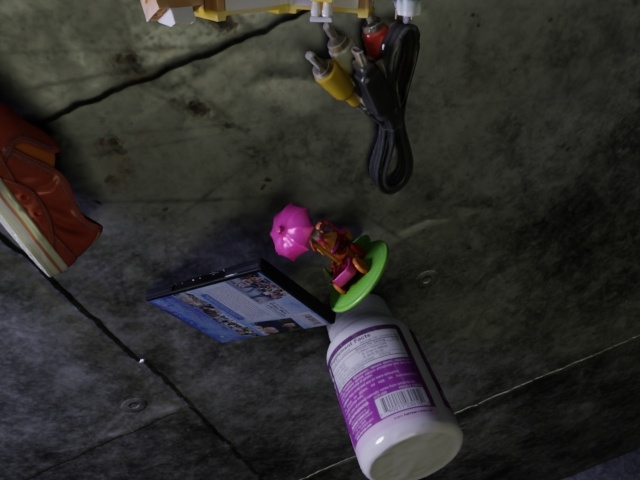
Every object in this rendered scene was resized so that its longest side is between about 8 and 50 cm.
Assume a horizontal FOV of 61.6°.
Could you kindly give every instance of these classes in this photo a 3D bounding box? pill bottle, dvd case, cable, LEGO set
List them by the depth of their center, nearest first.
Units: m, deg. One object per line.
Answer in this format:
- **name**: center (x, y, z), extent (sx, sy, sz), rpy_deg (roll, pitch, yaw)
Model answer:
- **LEGO set**: center (-0.038, -0.287, 0.553), extent (0.287, 0.132, 0.107), rpy_deg (-3, 122, -8)
- **cable**: center (0.084, -0.188, 0.738), extent (0.139, 0.072, 0.287), rpy_deg (-41, 145, -5)
- **dvd case**: center (-0.128, 0.103, 0.845), extent (0.253, 0.022, 0.180), rpy_deg (-16, 139, 34)
- **pill bottle**: center (0.107, 0.238, 0.924), extent (0.170, 0.301, 0.169), rpy_deg (-9, 131, -11)

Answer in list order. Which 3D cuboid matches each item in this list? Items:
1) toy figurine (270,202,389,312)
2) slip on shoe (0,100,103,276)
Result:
- **toy figurine**: center (0.000, 0.000, 0.811), extent (0.159, 0.173, 0.130), rpy_deg (37, 112, -17)
- **slip on shoe**: center (-0.361, -0.105, 0.618), extent (0.101, 0.123, 0.331), rpy_deg (-40, 133, -27)
